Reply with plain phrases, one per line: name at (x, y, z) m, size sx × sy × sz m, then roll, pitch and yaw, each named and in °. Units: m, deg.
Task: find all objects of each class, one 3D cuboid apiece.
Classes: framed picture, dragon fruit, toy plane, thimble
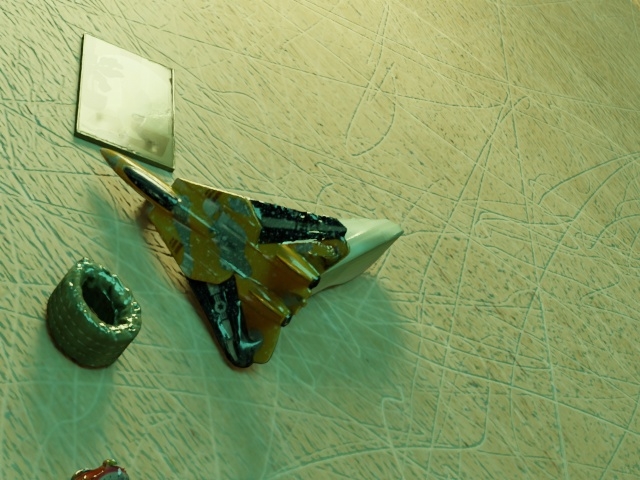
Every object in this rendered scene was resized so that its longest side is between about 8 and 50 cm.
framed picture at (-0.251, -0.183, 1.559) m, size 0.136 × 0.010 × 0.201 m, roll 20°, pitch 42°, yaw -26°
dragon fruit at (-0.207, 0.249, 1.116) m, size 0.083 × 0.060 × 0.056 m, roll 65°, pitch 27°, yaw -13°
toy plane at (-0.137, -0.013, 1.410) m, size 0.316 × 0.204 × 0.103 m, roll 36°, pitch -2°, yaw 23°
thimble at (-0.240, 0.074, 1.260) m, size 0.084 × 0.062 × 0.110 m, roll 3°, pitch 51°, yaw -44°

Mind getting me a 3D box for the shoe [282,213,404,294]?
shoe at (0.000, 0.000, 1.529) m, size 0.110 × 0.095 × 0.265 m, roll 50°, pitch 39°, yaw 12°
